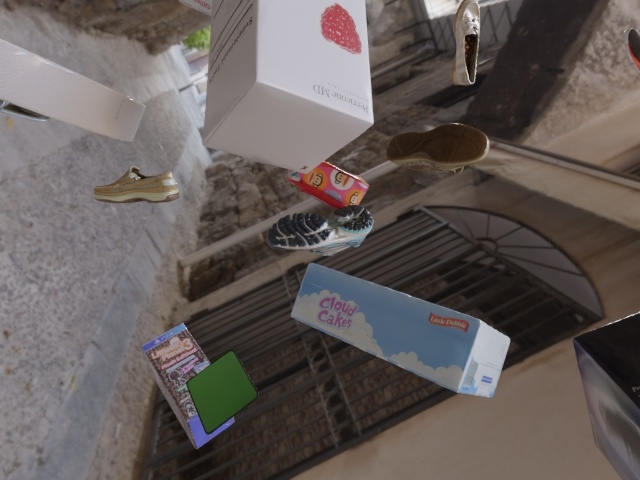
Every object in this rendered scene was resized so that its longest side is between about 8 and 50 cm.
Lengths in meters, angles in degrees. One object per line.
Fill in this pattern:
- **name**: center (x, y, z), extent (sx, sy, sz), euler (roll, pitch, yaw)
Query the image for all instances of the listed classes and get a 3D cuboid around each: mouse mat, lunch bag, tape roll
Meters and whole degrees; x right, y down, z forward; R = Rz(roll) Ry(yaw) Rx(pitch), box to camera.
- **mouse mat**: center (-0.252, 0.376, 1.148), extent (0.189, 0.152, 0.007), euler (41, -19, 50)
- **lunch bag**: center (0.001, -0.186, 1.349), extent (0.258, 0.120, 0.293), euler (28, 8, -5)
- **tape roll**: center (-0.469, -0.258, 0.693), extent (0.391, 0.072, 0.392), euler (24, 5, -2)

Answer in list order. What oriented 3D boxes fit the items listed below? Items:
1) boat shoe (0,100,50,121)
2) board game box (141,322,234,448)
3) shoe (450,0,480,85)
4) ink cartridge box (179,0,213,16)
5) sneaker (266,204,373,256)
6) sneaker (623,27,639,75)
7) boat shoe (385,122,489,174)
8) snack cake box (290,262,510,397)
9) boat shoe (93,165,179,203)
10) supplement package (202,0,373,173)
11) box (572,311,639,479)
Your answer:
- **boat shoe**: center (-0.819, -0.383, 1.197), extent (0.103, 0.118, 0.320), euler (50, -5, -10)
- **board game box**: center (-0.409, 0.452, 1.419), extent (0.291, 0.141, 0.232), euler (44, -33, 30)
- **shoe**: center (0.396, -0.525, 1.207), extent (0.058, 0.076, 0.219), euler (-134, -143, -55)
- **ink cartridge box**: center (-0.270, -0.634, 1.008), extent (0.154, 0.093, 0.213), euler (34, -30, 24)
- **sneaker**: center (0.000, 0.000, 1.167), extent (0.122, 0.282, 0.110), euler (103, -28, -47)
- **sneaker**: center (0.621, -0.332, 0.839), extent (0.064, 0.061, 0.158), euler (-31, -99, 45)
- **boat shoe**: center (0.294, -0.221, 1.123), extent (0.089, 0.105, 0.285), euler (26, -7, -40)
- **snack cake box**: center (0.107, 0.122, 0.637), extent (0.264, 0.089, 0.152), euler (16, -7, 39)
- **boat shoe**: center (-0.384, -0.119, 0.939), extent (0.068, 0.189, 0.072), euler (-68, 155, -67)
- **supplement package**: center (-0.049, -0.276, 0.651), extent (0.175, 0.177, 0.293), euler (-26, -120, 52)
- **box**: center (0.570, 0.313, 0.698), extent (0.294, 0.182, 0.297), euler (-98, 164, -65)
